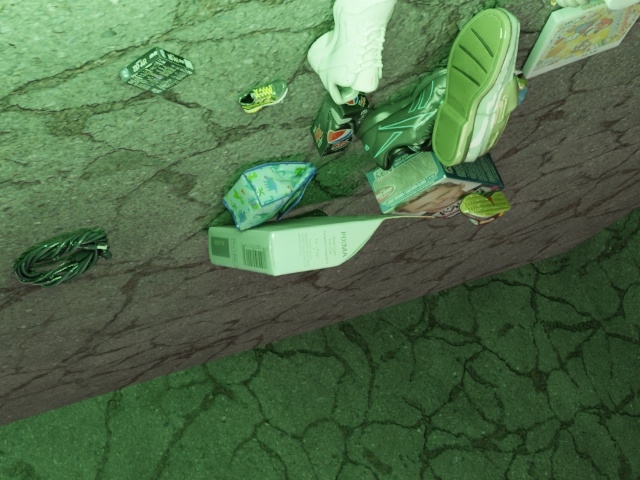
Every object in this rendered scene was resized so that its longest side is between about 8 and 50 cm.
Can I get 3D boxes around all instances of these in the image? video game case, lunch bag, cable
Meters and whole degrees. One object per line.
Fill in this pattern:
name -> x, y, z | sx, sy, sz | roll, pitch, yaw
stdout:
video game case -> 0.493, -0.388, 1.722 | 0.206, 0.026, 0.227 | -21, 165, -7
lunch bag -> -0.092, -0.092, 1.792 | 0.151, 0.096, 0.129 | -25, 172, -34
cable -> -0.485, 0.038, 1.756 | 0.184, 0.047, 0.150 | -19, 165, -12

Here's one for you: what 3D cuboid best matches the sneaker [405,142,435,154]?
sneaker -> 0.238, -0.195, 1.909 | 0.051, 0.089, 0.170 | -11, 161, -39

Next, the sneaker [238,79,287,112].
sneaker -> -0.089, -0.222, 1.437 | 0.083, 0.031, 0.035 | -27, 164, 19

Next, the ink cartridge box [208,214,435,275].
ink cartridge box -> 0.000, 0.000, 1.945 | 0.385, 0.091, 0.308 | -5, -175, -29

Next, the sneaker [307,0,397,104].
sneaker -> 0.063, -0.272, 1.313 | 0.090, 0.115, 0.232 | -17, 165, -22

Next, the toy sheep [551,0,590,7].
toy sheep -> 0.393, -0.399, 1.417 | 0.132, 0.091, 0.091 | -10, 176, 39

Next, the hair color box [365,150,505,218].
hair color box -> 0.272, -0.135, 2.146 | 0.174, 0.105, 0.347 | -31, 163, 29

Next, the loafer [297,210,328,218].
loafer -> -0.079, 0.000, 2.155 | 0.220, 0.080, 0.078 | -17, 164, -22

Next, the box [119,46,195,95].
box -> -0.218, -0.227, 1.254 | 0.067, 0.018, 0.083 | -28, 165, 22

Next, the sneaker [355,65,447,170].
sneaker -> 0.192, -0.227, 1.700 | 0.267, 0.106, 0.101 | -31, 161, 25

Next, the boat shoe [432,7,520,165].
boat shoe -> 0.278, -0.263, 1.581 | 0.103, 0.113, 0.302 | -13, 142, -27

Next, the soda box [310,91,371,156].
soda box -> 0.032, -0.208, 1.611 | 0.053, 0.060, 0.169 | -17, 165, -19

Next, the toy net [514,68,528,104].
toy net -> 0.328, -0.300, 1.774 | 0.122, 0.045, 0.232 | -7, 167, 15

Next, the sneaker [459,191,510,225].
sneaker -> 0.372, -0.064, 2.197 | 0.185, 0.070, 0.084 | -6, 151, -47

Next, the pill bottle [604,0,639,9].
pill bottle -> 0.367, -0.394, 1.198 | 0.108, 0.180, 0.108 | -21, 165, -6
